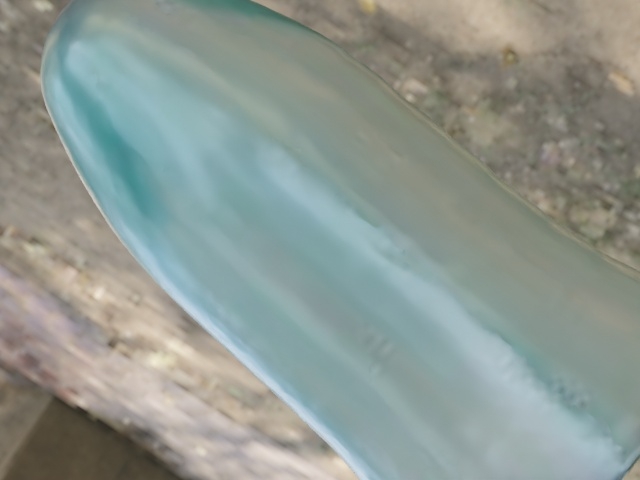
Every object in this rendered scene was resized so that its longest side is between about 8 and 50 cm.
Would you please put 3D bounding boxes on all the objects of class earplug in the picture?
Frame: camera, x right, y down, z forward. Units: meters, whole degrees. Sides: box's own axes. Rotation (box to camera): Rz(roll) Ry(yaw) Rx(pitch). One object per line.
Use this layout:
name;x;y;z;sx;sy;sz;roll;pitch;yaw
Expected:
earplug;0.000;0.000;0.746;0.324;0.185;0.185;40;158;-5
